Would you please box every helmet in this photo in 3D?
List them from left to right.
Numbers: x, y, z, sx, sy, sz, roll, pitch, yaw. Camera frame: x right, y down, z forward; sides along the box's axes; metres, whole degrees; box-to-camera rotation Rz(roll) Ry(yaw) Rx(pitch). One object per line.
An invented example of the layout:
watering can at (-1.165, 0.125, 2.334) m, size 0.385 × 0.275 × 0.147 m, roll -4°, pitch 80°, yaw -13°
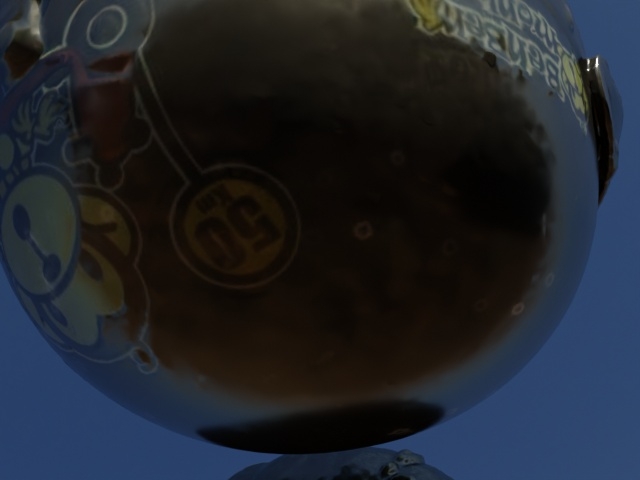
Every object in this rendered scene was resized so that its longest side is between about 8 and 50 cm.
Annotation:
helmet at (0.000, 0.000, 0.412) m, size 0.279 × 0.160 × 0.230 m, roll 27°, pitch -45°, yaw -34°

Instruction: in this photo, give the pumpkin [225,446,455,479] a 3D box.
pumpkin at (0.010, 0.203, 0.515) m, size 0.152 × 0.211 × 0.212 m, roll -13°, pitch -57°, yaw -62°
